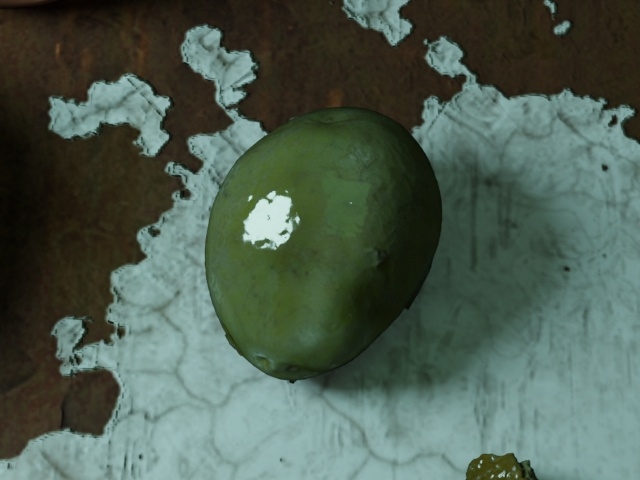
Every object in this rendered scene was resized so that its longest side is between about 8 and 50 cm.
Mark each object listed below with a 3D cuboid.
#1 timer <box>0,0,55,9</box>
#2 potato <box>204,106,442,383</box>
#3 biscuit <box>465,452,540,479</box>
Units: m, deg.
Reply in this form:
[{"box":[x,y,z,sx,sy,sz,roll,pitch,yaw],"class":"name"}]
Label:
[{"box":[-0.266,-0.315,1.449,0.230,0.229,0.214,4,71,-5],"class":"timer"},{"box":[0.000,0.000,1.377,0.178,0.160,0.235,4,74,38],"class":"potato"},{"box":[0.150,0.274,1.290,0.131,0.026,0.236,-10,56,39],"class":"biscuit"}]
